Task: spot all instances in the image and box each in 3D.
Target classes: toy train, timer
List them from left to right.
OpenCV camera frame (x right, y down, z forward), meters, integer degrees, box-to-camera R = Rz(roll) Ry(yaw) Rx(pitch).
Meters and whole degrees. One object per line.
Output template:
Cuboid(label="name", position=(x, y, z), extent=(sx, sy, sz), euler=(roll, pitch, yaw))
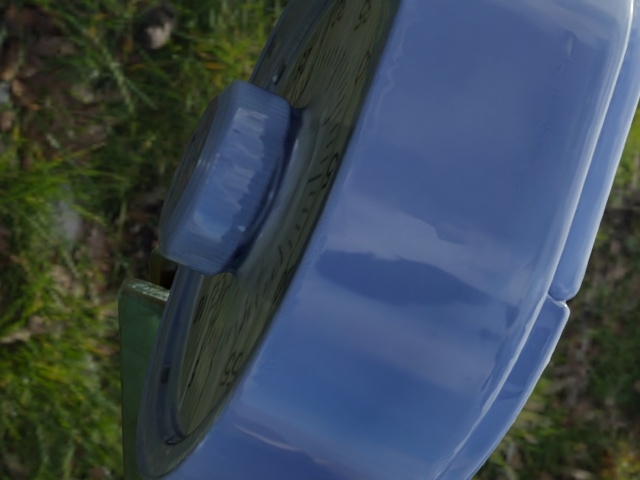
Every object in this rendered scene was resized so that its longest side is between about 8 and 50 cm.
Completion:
Cuboid(label="toy train", position=(-0.106, 0.146, 1.231), extent=(0.159, 0.129, 0.326), euler=(-43, 144, -50))
Cuboid(label="timer", position=(0.000, 0.000, 0.736), extent=(0.173, 0.395, 0.395), euler=(23, 77, -14))
